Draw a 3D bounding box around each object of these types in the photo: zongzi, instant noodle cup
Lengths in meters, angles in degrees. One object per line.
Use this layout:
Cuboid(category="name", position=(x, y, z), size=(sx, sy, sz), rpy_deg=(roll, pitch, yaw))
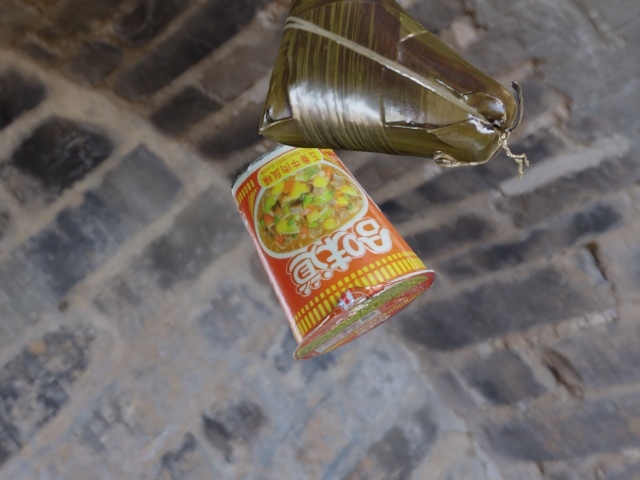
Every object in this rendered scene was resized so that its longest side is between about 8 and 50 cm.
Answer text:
Cuboid(category="zongzi", position=(0.076, -0.191, 0.961), size=(0.248, 0.241, 0.111), rpy_deg=(10, 1, 25))
Cuboid(category="instant noodle cup", position=(0.000, 0.000, 1.246), size=(0.193, 0.212, 0.193), rpy_deg=(-28, -15, -8))
